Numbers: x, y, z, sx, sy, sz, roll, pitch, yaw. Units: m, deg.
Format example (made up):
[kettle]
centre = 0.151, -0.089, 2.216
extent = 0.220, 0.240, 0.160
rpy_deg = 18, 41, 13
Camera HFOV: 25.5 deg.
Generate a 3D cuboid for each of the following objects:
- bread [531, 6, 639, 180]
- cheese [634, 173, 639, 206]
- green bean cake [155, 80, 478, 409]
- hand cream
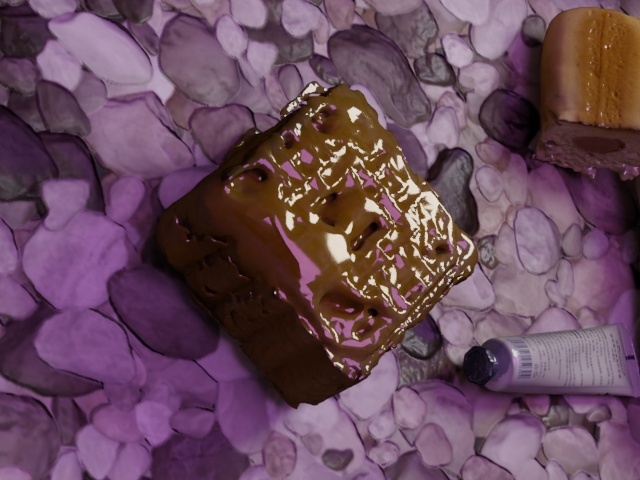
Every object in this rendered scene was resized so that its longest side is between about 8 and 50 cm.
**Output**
[bread]
centre = 0.296, -0.158, 1.501
extent = 0.134, 0.085, 0.173
rpy_deg = 9, 63, 4
[cheese]
centre = 0.494, 0.044, 1.544
extent = 0.328, 0.130, 0.351
rpy_deg = 9, 70, -34
[green bean cake]
centre = 0.000, 0.000, 1.216
extent = 0.224, 0.131, 0.230
rpy_deg = 52, 52, -6
[hand cream]
centre = 0.235, 0.119, 1.393
extent = 0.234, 0.050, 0.080
rpy_deg = 3, 71, -39
